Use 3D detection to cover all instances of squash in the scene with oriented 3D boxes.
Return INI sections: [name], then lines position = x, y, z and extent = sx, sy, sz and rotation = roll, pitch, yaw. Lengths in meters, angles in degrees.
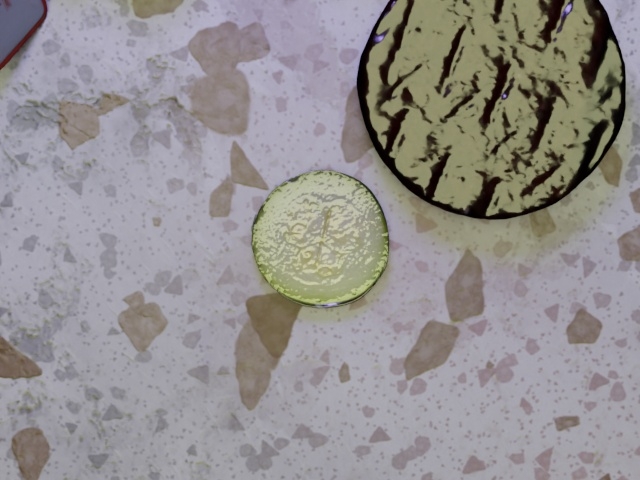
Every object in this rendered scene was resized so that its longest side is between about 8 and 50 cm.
[squash]
position = 0.000, -0.001, 1.680
extent = 0.219, 0.041, 0.219
rotation = 0, 98, 0

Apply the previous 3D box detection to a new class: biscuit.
[biscuit]
position = 0.259, -0.235, 1.640
extent = 0.408, 0.091, 0.407
rotation = 0, 95, -2

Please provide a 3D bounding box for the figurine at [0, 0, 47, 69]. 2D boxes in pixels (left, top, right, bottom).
[figurine]
position = -0.564, -0.384, 1.606
extent = 0.226, 0.183, 0.160
rotation = 23, 63, 18
